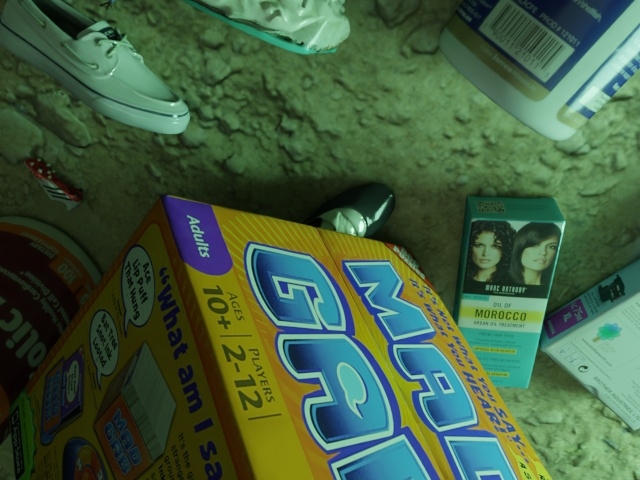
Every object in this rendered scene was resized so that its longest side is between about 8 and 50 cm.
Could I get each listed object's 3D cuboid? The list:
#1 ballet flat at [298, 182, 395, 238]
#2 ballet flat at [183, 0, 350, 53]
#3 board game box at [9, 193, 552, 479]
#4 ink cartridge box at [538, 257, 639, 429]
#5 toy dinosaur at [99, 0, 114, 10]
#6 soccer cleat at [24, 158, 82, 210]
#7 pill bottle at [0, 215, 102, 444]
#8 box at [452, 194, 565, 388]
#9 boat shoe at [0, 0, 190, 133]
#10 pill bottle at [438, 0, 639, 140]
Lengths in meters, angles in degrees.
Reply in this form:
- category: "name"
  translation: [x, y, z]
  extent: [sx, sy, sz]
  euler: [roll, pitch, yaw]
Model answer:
- category: "ballet flat"
  translation: [0.000, 0.000, 0.641]
  extent: [0.203, 0.074, 0.074]
  euler: [-26, 112, 22]
- category: "ballet flat"
  translation: [-0.152, -0.290, 0.433]
  extent: [0.409, 0.147, 0.147]
  euler: [26, 121, 5]
- category: "board game box"
  translation: [-0.046, 0.230, 0.533]
  extent: [0.356, 0.356, 0.356]
  euler: [11, 133, -46]
- category: "ink cartridge box"
  translation: [0.441, 0.086, 0.616]
  extent: [0.186, 0.065, 0.311]
  euler: [40, 120, -13]
- category: "toy dinosaur"
  translation: [-0.217, -0.267, 0.531]
  extent: [0.082, 0.090, 0.047]
  euler: [-17, 102, -16]
- category: "soccer cleat"
  translation: [-0.350, -0.072, 0.686]
  extent: [0.083, 0.029, 0.035]
  euler: [39, 114, -18]
- category: "pill bottle"
  translation: [-0.448, 0.151, 0.619]
  extent: [0.224, 0.392, 0.224]
  euler: [4, 120, 7]
- category: "box"
  translation: [0.219, 0.068, 0.646]
  extent: [0.101, 0.060, 0.244]
  euler: [3, 120, 9]
- category: "boat shoe"
  translation: [-0.239, -0.195, 0.563]
  extent: [0.226, 0.083, 0.076]
  euler: [27, 121, -5]
- category: "pill bottle"
  translation: [0.234, -0.225, 0.422]
  extent: [0.153, 0.153, 0.264]
  euler: [34, 120, -9]
